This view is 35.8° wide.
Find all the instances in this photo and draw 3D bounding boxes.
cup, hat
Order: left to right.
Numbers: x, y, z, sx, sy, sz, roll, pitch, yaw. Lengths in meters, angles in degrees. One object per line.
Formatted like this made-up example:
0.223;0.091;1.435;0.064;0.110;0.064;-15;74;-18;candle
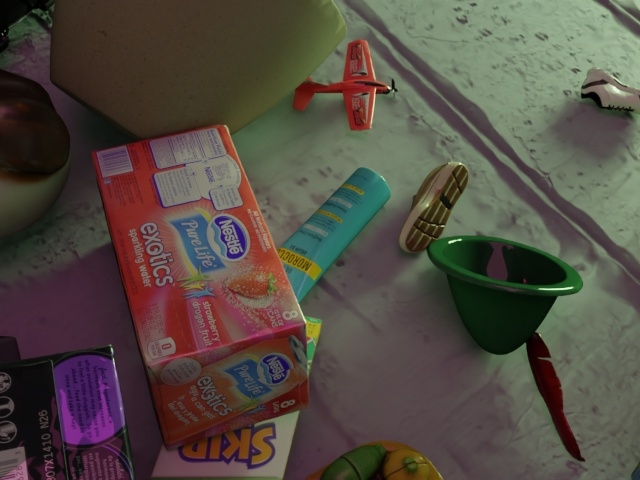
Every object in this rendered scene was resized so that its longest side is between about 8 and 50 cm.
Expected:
-0.170;-0.230;1.128;0.331;0.331;0.237;32;87;11;cup
0.194;0.112;1.113;0.173;0.184;0.208;4;18;-12;hat

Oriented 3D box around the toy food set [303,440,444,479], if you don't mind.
0.033;0.272;0.972;0.218;0.071;0.128;-28;67;-21;toy food set

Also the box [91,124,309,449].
-0.125;0.036;1.009;0.154;0.142;0.300;-15;48;-12;box

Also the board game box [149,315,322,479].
-0.084;0.175;1.009;0.124;0.039;0.259;13;51;2;board game box

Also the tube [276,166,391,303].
0.000;0.000;1.141;0.080;0.052;0.207;19;56;41;tube

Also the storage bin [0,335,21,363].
-0.349;0.144;0.955;0.135;0.098;0.091;-7;91;-45;storage bin

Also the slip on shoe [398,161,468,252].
0.128;-0.041;1.185;0.041;0.051;0.135;9;59;46;slip on shoe

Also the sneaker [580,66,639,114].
0.392;-0.184;1.305;0.109;0.040;0.044;30;77;14;sneaker

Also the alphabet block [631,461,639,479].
0.466;0.203;0.995;0.192;0.193;0.197;41;63;14;alphabet block

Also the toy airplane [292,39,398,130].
0.025;-0.194;1.266;0.151;0.028;0.151;3;58;-5;toy airplane

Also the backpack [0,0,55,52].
-0.456;-0.374;1.186;0.191;0.253;0.225;23;59;30;backpack

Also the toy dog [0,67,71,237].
-0.443;-0.043;0.983;0.408;0.284;0.395;-36;85;-24;toy dog

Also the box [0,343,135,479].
-0.229;0.223;0.852;0.143;0.270;0.165;-9;61;-12;box
